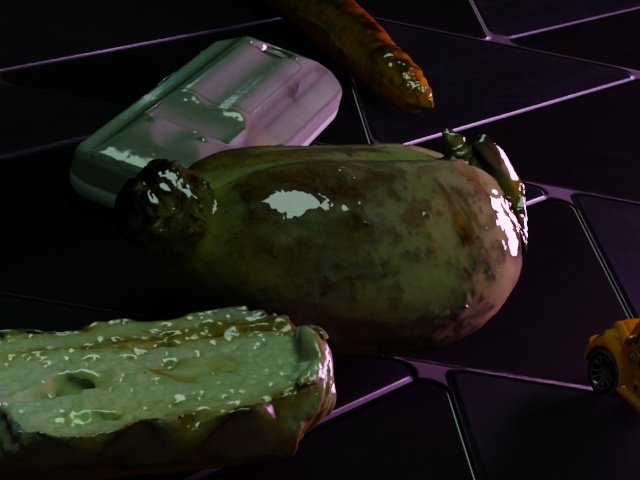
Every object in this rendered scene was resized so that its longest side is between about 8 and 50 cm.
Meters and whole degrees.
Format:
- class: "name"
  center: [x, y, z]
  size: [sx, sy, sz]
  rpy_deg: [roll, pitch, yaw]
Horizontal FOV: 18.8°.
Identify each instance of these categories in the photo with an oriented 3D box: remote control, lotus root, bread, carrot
- class: "remote control"
  center: [-0.082, -0.095, 1.561]
  size: [0.128, 0.065, 0.335]
  rpy_deg: [23, 26, 9]
- class: "lotus root"
  center: [0.000, 0.000, 1.315]
  size: [0.309, 0.173, 0.173]
  rpy_deg: [1, 29, -29]
- class: "bread"
  center: [-0.103, 0.096, 1.142]
  size: [0.232, 0.088, 0.128]
  rpy_deg: [-6, 23, -27]
- class: "carrot"
  center: [0.019, -0.204, 1.845]
  size: [0.066, 0.066, 0.314]
  rpy_deg: [-3, 31, -34]

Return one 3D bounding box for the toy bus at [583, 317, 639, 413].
- class: "toy bus"
  center: [0.269, 0.102, 1.330]
  size: [0.083, 0.088, 0.194]
  rpy_deg: [-2, 31, -31]
